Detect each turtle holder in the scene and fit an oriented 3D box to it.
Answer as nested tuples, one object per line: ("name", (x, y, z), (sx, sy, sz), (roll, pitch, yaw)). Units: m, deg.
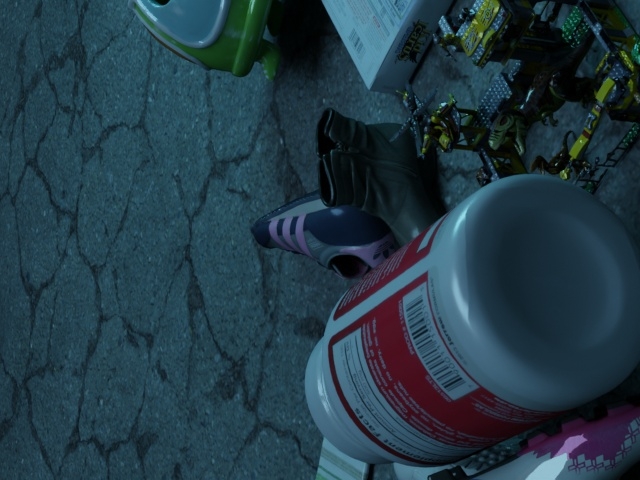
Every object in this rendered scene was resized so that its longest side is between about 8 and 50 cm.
("turtle holder", (-0.142, -0.391, 2.137), (0.320, 0.227, 0.243), (111, 169, -50))

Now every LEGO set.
("LEGO set", (0.202, -0.144, 1.628), (0.331, 0.192, 0.255), (-52, 45, 45))

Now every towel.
("towel", (0.032, 0.325, 2.051), (0.113, 0.023, 0.152), (25, 106, 56))

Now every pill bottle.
("pill bottle", (0.142, 0.106, 1.587), (0.407, 0.229, 0.229), (140, 126, -58))

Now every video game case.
("video game case", (0.089, -0.370, 1.976), (0.244, 0.061, 0.269), (-62, 38, 38))

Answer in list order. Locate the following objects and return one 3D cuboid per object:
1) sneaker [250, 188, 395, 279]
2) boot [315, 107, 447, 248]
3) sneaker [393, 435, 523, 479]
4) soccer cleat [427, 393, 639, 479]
("sneaker", (0.000, 0.000, 2.058), (0.131, 0.112, 0.319), (65, 159, -3))
("boot", (0.070, -0.042, 1.877), (0.083, 0.161, 0.246), (-39, 54, 52))
("sneaker", (0.170, 0.275, 1.771), (0.235, 0.090, 0.095), (1, 106, 60))
("soccer cleat", (0.226, 0.270, 1.557), (0.331, 0.116, 0.143), (-27, 78, 20))
